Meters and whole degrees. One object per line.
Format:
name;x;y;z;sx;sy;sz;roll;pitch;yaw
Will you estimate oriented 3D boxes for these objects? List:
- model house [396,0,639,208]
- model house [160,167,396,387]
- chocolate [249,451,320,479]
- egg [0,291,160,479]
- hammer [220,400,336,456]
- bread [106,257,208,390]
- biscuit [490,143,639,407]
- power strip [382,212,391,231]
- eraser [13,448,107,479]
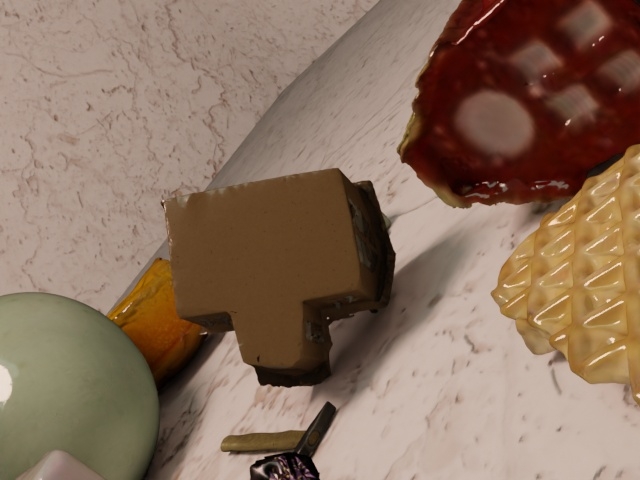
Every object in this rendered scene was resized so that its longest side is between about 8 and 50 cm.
model house;0.169;-0.139;0.682;0.254;0.160;0.196;-40;15;45
model house;-0.015;0.050;0.849;0.181;0.176;0.248;-10;-14;15
chocolate;-0.007;0.175;0.560;0.072;0.070;0.147;-57;9;-13
egg;-0.344;0.205;1.095;0.276;0.276;0.389;-51;32;-11
hammer;-0.046;0.177;0.803;0.062;0.013;0.199;-55;14;-26
bread;-0.263;0.149;1.331;0.270;0.143;0.195;-39;12;32
biscuit;0.193;-0.004;0.458;0.204;0.040;0.309;-48;13;4
power strip;0.000;0.000;1.081;0.078;0.052;0.272;-52;13;-18
eraser;-0.279;0.335;0.817;0.331;0.150;0.331;-44;13;13
